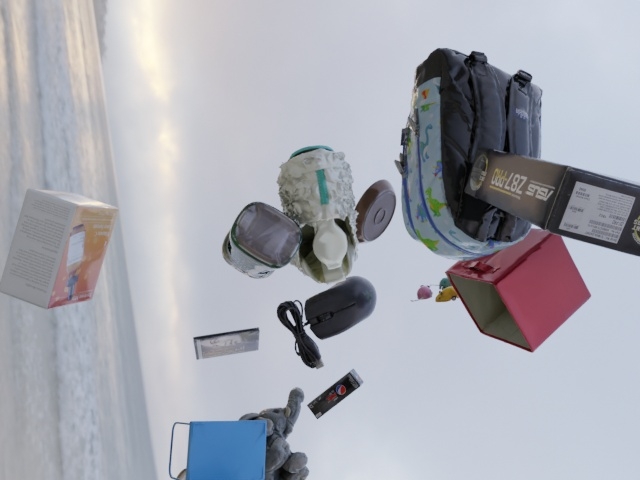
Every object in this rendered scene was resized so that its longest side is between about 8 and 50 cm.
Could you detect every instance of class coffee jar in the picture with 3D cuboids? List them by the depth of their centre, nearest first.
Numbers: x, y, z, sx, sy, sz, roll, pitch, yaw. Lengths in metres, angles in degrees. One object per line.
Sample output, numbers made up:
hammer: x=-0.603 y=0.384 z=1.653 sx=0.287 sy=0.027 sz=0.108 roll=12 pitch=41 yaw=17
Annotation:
coffee jar: x=-0.093 y=0.006 z=0.886 sx=0.079 sy=0.096 sz=0.184 roll=-60 pitch=-173 yaw=-15

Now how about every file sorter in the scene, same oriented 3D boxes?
file sorter: x=-0.210 y=0.427 z=1.219 sx=0.104 sy=0.170 sz=0.118 roll=-16 pitch=-113 yaw=51

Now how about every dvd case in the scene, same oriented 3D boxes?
dvd case: x=-0.321 y=0.357 z=2.053 sx=0.164 sy=0.221 sz=0.018 roll=101 pitch=-21 yaw=-55

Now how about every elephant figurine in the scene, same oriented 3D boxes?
elephant figurine: x=-0.125 y=0.478 z=1.435 sx=0.169 sy=0.186 sz=0.239 roll=-58 pitch=-149 yaw=21

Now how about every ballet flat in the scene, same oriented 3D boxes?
ballet flat: x=0.000 y=0.000 z=0.989 sx=0.409 sy=0.147 sz=0.146 roll=78 pitch=-3 yaw=-67

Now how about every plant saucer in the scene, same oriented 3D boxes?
plant saucer: x=0.132 y=-0.063 z=1.416 sx=0.029 sy=0.168 sz=0.168 roll=28 pitch=-50 yaw=31

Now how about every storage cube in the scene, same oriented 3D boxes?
storage cube: x=0.431 y=0.097 z=1.310 sx=0.215 sy=0.193 sz=0.184 roll=56 pitch=-15 yaw=-17

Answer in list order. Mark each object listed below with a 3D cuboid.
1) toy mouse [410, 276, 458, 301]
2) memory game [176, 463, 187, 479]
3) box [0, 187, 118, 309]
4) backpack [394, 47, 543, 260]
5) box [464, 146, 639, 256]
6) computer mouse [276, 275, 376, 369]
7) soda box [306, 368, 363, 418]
toy mouse: x=0.301 y=0.122 z=1.528 sx=0.143 sy=0.161 sz=0.031 roll=-105 pitch=-177 yaw=-76
memory game: x=-0.264 y=0.520 z=1.348 sx=0.012 sy=0.186 sz=0.186 roll=28 pitch=-48 yaw=25
box: x=-0.421 y=0.012 z=0.969 sx=0.130 sy=0.091 sz=0.170 roll=-10 pitch=118 yaw=-80
backpack: x=0.288 y=-0.139 z=1.149 sx=0.273 sy=0.290 sz=0.355 roll=-41 pitch=-134 yaw=51
box: x=0.454 y=-0.041 z=0.886 sx=0.318 sy=0.395 sz=0.097 roll=-108 pitch=-147 yaw=-73
computer mouse: x=0.043 y=0.184 z=1.507 sx=0.188 sy=0.272 sz=0.072 roll=62 pitch=-24 yaw=-5
soda box: x=0.044 y=0.450 z=1.751 sx=0.053 sy=0.169 sz=0.060 roll=52 pitch=11 yaw=10
